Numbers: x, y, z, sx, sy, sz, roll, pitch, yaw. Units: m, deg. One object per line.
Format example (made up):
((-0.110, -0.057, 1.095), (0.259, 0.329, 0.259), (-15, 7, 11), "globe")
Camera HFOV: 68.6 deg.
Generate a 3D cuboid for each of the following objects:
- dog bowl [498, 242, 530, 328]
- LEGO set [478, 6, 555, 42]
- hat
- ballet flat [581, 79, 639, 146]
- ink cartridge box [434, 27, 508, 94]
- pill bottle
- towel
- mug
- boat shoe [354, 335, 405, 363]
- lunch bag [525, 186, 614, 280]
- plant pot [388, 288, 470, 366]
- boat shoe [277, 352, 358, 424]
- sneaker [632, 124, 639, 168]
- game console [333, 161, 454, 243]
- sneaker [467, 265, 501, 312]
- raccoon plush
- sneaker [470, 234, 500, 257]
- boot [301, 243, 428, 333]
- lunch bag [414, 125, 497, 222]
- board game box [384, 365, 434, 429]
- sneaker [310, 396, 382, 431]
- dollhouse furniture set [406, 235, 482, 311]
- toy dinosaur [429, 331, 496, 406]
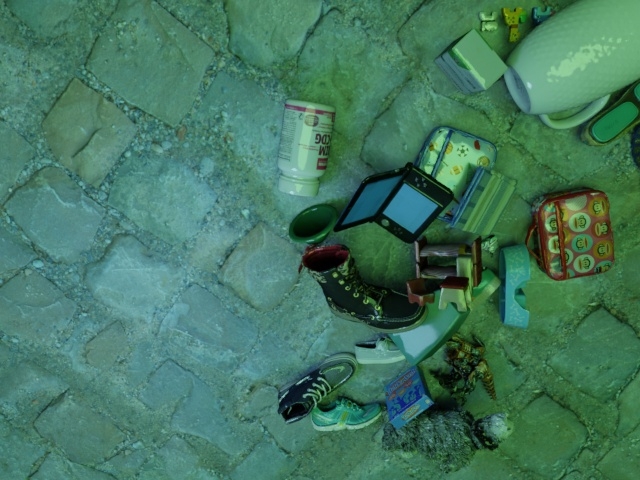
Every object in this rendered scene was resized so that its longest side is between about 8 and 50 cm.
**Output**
((0.652, 0.156, 1.588), (0.073, 0.166, 0.298), (-3, 106, 12), "dog bowl")
((0.596, -0.642, 1.406), (0.227, 0.087, 0.093), (0, 105, 3), "LEGO set")
((0.000, 0.000, 1.602), (0.208, 0.173, 0.184), (0, 138, 35), "hat")
((0.963, -0.409, 1.446), (0.348, 0.123, 0.123), (-35, 102, 7), "ballet flat")
((0.437, -0.520, 1.382), (0.087, 0.208, 0.153), (-44, 101, 9), "ink cartridge box")
((-0.051, -0.292, 1.482), (0.160, 0.160, 0.283), (9, 106, -1), "pill bottle")
((0.522, -0.119, 1.486), (0.034, 0.284, 0.209), (36, 109, 38), "towel")
((0.738, -0.488, 1.372), (0.327, 0.276, 0.374), (-27, 134, 11), "mug")
((0.219, 0.387, 1.674), (0.227, 0.079, 0.081), (-15, 98, 31), "boat shoe")
((0.816, -0.020, 1.560), (0.258, 0.120, 0.293), (-12, 103, 9), "lunch bag")
((0.369, 0.269, 1.564), (0.234, 0.165, 0.166), (-49, 65, 27), "plant pot")
((-0.009, 0.548, 1.710), (0.340, 0.158, 0.127), (-34, 102, 10), "boat shoe")
((1.104, -0.259, 1.502), (0.130, 0.112, 0.297), (-24, 105, -10), "sneaker")
((0.219, -0.084, 1.450), (0.250, 0.173, 0.293), (34, 144, 2), "game console")
((0.480, 0.204, 1.641), (0.121, 0.108, 0.302), (44, 107, 9), "sneaker")
((0.408, 0.640, 1.650), (0.298, 0.216, 0.447), (18, 130, -11), "raccoon plush")
((0.571, 0.032, 1.615), (0.098, 0.038, 0.069), (-26, 102, 9), "sneaker")
((0.129, 0.150, 1.488), (0.138, 0.377, 0.284), (-56, 132, -27), "boot")
((0.408, -0.206, 1.519), (0.243, 0.115, 0.304), (20, 104, -2), "lunch bag")
((0.310, 0.552, 1.676), (0.160, 0.210, 0.047), (-41, 99, 11), "board game box")
((0.097, 0.649, 1.769), (0.275, 0.107, 0.110), (-9, 92, 2), "sneaker")
((0.370, 0.086, 1.431), (0.201, 0.374, 0.152), (0, 99, 26), "dollhouse furniture set")
((0.532, 0.470, 1.687), (0.218, 0.164, 0.322), (-44, 83, -3), "toy dinosaur")
